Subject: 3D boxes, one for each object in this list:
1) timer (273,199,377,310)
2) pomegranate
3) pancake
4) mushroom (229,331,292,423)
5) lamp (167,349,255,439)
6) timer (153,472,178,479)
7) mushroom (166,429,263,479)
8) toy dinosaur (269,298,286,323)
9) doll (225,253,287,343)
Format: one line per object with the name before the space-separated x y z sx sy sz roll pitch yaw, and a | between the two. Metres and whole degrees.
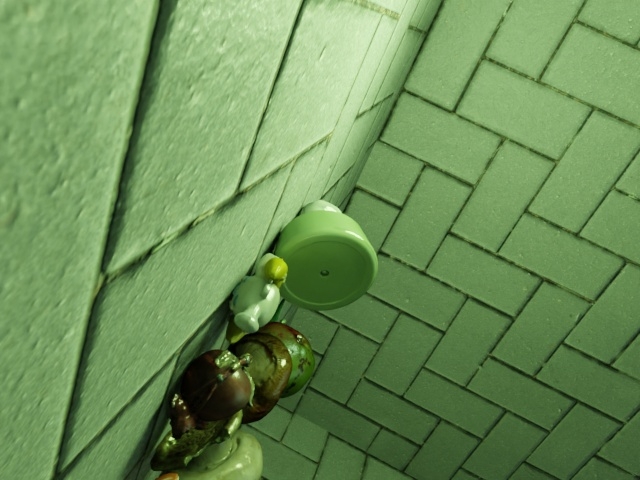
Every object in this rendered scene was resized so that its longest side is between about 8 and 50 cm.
timer | 0.000 0.000 1.422 0.315 0.291 0.290 -97 -154 -54
pomegranate | -0.175 0.449 1.694 0.323 0.291 0.291 -54 174 -9
pancake | -0.293 0.460 1.148 0.235 0.029 0.212 -31 -167 -32
mushroom | -0.214 0.383 1.423 0.267 0.268 0.254 -59 140 -43
lamp | -0.248 0.331 1.081 0.223 0.151 0.215 -20 158 -15
timer | -0.427 0.732 1.187 0.250 0.161 0.257 -72 -177 -53
mushroom | -0.335 0.668 1.493 0.297 0.298 0.289 -49 128 -72
toy dinosaur | -0.241 0.400 1.875 0.301 0.087 0.447 -47 163 -48
doll | -0.154 0.137 1.148 0.237 0.111 0.252 -44 -167 51
